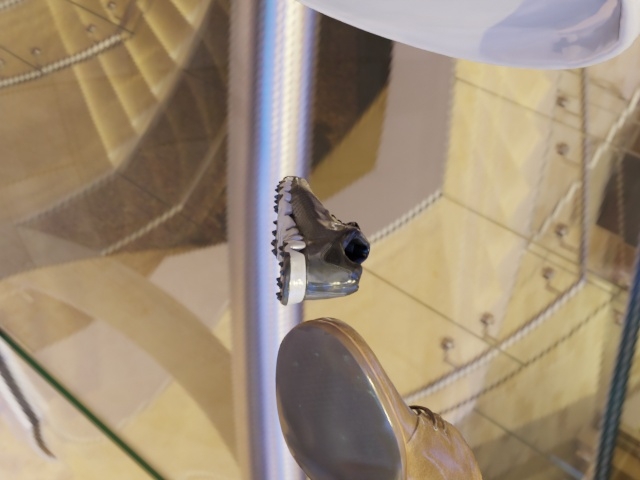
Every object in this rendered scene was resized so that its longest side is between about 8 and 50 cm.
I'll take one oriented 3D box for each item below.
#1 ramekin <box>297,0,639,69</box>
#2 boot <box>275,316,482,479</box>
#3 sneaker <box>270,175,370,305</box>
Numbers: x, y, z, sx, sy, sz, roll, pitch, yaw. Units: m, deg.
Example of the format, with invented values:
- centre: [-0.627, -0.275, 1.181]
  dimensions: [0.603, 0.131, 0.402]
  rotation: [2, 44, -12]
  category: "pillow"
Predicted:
- centre: [0.042, -0.194, 0.542]
  dimensions: [0.273, 0.273, 0.127]
  rotation: [30, 80, -52]
  category: "ramekin"
- centre: [0.056, 0.168, 0.955]
  dimensions: [0.115, 0.112, 0.305]
  rotation: [-49, 128, -38]
  category: "boot"
- centre: [0.000, 0.000, 1.286]
  dimensions: [0.106, 0.234, 0.078]
  rotation: [3, 119, -6]
  category: "sneaker"
